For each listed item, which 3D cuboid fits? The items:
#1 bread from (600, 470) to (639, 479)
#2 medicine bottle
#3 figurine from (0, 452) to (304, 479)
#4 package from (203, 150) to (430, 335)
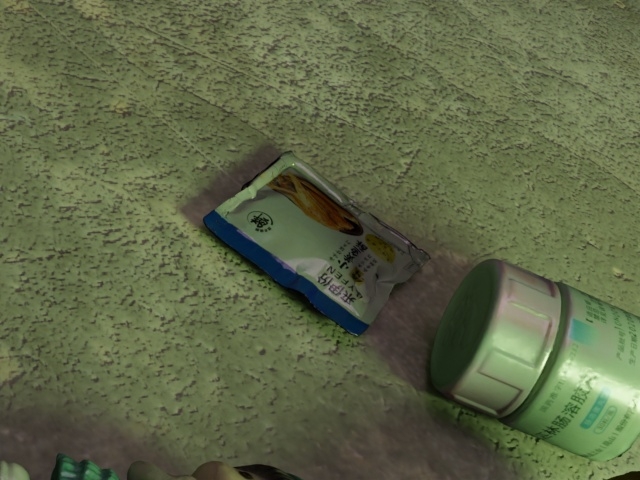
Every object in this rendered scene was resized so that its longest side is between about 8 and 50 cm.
[{"bbox_3d":[0.152,0.256,1.036,0.383,0.166,0.112,-20,94,-48],"label":"bread"},{"bbox_3d":[0.193,0.101,1.279,0.168,0.135,0.135,24,37,-12],"label":"medicine bottle"},{"bbox_3d":[-0.103,0.202,0.970,0.245,0.110,0.138,10,44,-22],"label":"figurine"},{"bbox_3d":[0.000,0.000,1.337,0.171,0.027,0.173,37,33,6],"label":"package"}]
